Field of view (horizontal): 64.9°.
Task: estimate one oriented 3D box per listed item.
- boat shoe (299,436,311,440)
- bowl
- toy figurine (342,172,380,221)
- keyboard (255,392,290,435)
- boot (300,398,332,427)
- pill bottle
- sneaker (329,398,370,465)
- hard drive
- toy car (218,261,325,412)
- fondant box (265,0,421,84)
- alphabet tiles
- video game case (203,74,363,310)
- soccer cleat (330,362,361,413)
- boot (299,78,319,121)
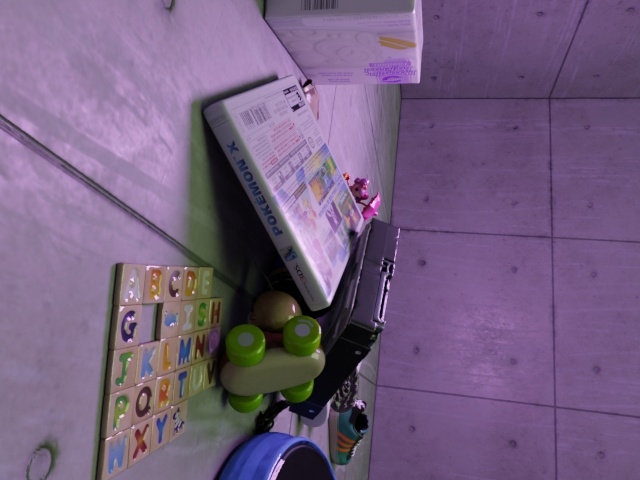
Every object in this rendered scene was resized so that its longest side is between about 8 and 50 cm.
[{"bbox_3d":[-0.010,0.533,1.073,0.070,0.077,0.219,77,-4,-49],"label":"boat shoe"},{"bbox_3d":[-0.047,0.497,0.765,0.391,0.077,0.392,-13,90,-71],"label":"bowl"},{"bbox_3d":[0.059,-0.106,1.166,0.130,0.159,0.173,-67,156,-56],"label":"toy figurine"},{"bbox_3d":[-0.076,0.248,0.952,0.317,0.033,0.202,0,94,-77],"label":"keyboard"},{"bbox_3d":[-0.002,0.301,1.199,0.123,0.095,0.259,-61,161,-75],"label":"boot"},{"bbox_3d":[-0.020,0.025,0.930,0.123,0.122,0.219,80,18,-46],"label":"pill bottle"},{"bbox_3d":[0.097,0.620,1.614,0.108,0.120,0.302,-68,158,-55],"label":"sneaker"},{"bbox_3d":[0.036,0.150,0.918,0.339,0.064,0.237,118,-8,-46],"label":"hard drive"},{"bbox_3d":[-0.083,0.127,0.747,0.155,0.148,0.189,98,-20,-44],"label":"toy car"},{"bbox_3d":[0.063,-0.384,0.926,0.330,0.238,0.096,2,91,-77],"label":"fondant box"},{"bbox_3d":[-0.165,0.128,0.568,0.237,0.009,0.199,18,75,-77],"label":"alphabet tiles"},{"bbox_3d":[-0.030,-0.097,0.785,0.300,0.036,0.329,63,22,-15],"label":"video game case"},{"bbox_3d":[0.071,0.302,1.366,0.116,0.108,0.319,-21,-134,62],"label":"soccer cleat"},{"bbox_3d":[-0.029,-0.268,1.017,0.119,0.042,0.087,-74,156,-48],"label":"boot"}]
